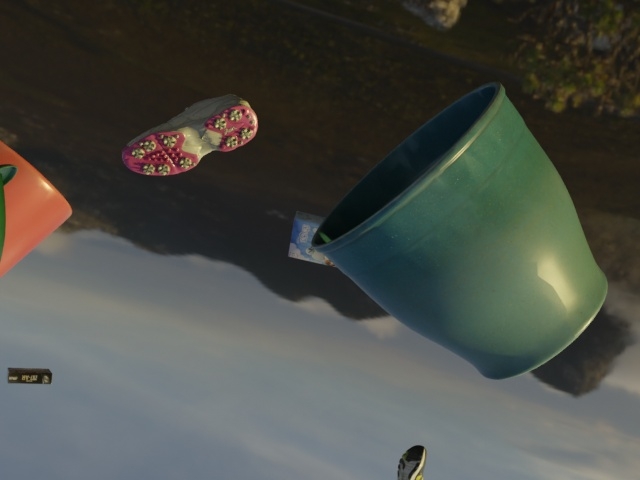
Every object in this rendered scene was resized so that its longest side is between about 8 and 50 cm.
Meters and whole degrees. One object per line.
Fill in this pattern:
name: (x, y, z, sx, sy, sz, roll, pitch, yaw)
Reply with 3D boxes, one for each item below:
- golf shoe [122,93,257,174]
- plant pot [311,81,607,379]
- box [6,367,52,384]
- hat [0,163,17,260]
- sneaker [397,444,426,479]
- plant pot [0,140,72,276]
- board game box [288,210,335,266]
golf shoe: (-0.292, -0.238, 1.929, 0.306, 0.115, 0.140, -18, -142, -2)
plant pot: (0.175, 0.007, 0.977, 0.255, 0.272, 0.272, 47, 170, -8)
box: (-0.470, 0.218, 1.399, 0.067, 0.018, 0.083, 5, 176, -22)
hat: (-0.349, 0.053, 0.894, 0.183, 0.209, 0.173, 55, -173, -6)
sneaker: (0.112, 0.293, 1.070, 0.031, 0.083, 0.035, 12, 165, 45)
plant pot: (-0.579, -0.036, 1.378, 0.275, 0.243, 0.275, 32, 162, 12)
board game box: (0.000, 0.000, 1.326, 0.090, 0.020, 0.090, 13, 139, 2)
